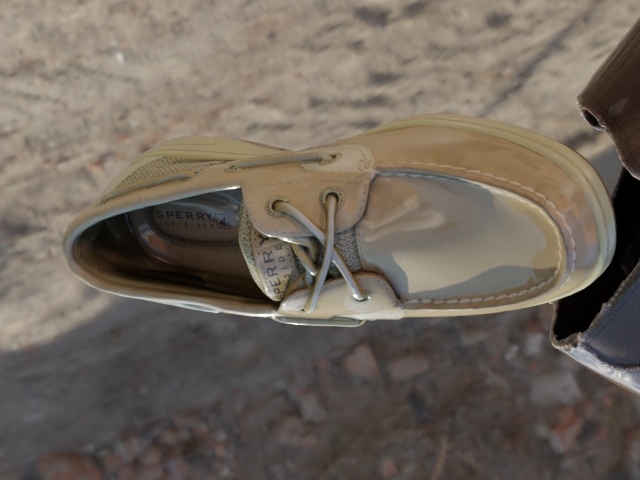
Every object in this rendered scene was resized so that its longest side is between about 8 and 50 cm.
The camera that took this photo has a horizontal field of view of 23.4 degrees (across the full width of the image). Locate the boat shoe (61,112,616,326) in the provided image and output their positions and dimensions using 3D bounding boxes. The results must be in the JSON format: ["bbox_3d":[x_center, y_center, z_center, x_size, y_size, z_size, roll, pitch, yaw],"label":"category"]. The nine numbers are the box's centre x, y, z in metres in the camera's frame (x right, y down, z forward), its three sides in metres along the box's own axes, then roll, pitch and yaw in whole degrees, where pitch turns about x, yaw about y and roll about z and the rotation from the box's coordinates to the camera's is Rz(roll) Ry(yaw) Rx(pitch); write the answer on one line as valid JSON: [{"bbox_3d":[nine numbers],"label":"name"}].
[{"bbox_3d":[0.000,0.000,0.788,0.302,0.109,0.098,4,-154,34],"label":"boat shoe"}]

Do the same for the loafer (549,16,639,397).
[{"bbox_3d":[0.206,-0.072,0.814,0.130,0.365,0.134,8,-164,-6],"label":"loafer"}]
